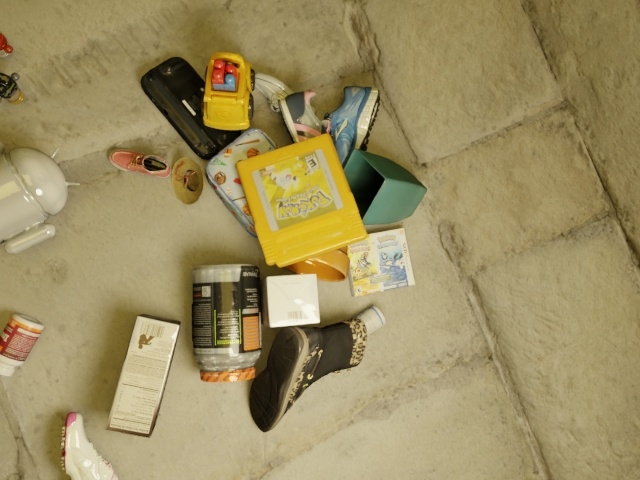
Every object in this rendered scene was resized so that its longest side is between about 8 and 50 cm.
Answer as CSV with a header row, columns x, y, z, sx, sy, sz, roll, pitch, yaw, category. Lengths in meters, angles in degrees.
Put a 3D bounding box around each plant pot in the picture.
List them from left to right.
x,y,z,sx,sy,sz,roll,pitch,yaw,category
0.000,0.000,1.619,0.205,0.205,0.188,19,71,-10,plant pot
0.194,-0.150,1.656,0.234,0.165,0.166,4,126,-40,plant pot

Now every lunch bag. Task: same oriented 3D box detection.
x,y,z,sx,sy,sz,roll,pitch,yaw,category
-0.175,-0.167,1.636,0.243,0.115,0.303,-41,93,-16,lunch bag

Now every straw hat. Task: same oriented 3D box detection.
x,y,z,sx,sy,sz,roll,pitch,yaw,category
-0.369,-0.177,1.612,0.061,0.144,0.144,-8,85,-54,straw hat

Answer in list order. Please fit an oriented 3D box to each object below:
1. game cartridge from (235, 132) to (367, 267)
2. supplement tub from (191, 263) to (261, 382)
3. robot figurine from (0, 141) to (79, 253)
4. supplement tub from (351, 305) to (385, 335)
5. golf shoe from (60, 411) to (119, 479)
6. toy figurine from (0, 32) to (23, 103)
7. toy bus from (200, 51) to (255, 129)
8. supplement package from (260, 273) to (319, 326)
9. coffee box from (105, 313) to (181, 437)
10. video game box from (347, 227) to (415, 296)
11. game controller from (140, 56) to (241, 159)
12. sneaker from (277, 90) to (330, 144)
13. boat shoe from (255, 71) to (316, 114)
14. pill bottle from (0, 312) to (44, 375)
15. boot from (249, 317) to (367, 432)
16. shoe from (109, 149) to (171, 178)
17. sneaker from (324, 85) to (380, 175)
x,y,z,sx,sy,sz,roll,pitch,yaw,category
-0.056,-0.111,1.513,0.285,0.052,0.323,-19,74,-3,game cartridge
-0.262,0.226,1.533,0.193,0.193,0.316,0,84,-13,supplement tub
-0.825,-0.115,1.435,0.353,0.200,0.300,-31,93,-14,robot figurine
0.140,0.255,1.685,0.107,0.071,0.071,-29,91,-15,supplement tub
-0.620,0.605,1.469,0.140,0.115,0.306,-5,92,-24,golf shoe
-0.933,-0.465,1.481,0.213,0.148,0.209,-16,94,-16,toy figurine
-0.264,-0.454,1.543,0.149,0.211,0.220,3,72,-3,toy bus
-0.095,0.169,1.550,0.139,0.244,0.134,-3,84,-12,supplement package
-0.473,0.358,1.486,0.119,0.168,0.297,14,82,-11,coffee box
0.183,0.068,1.726,0.205,0.048,0.187,-10,84,-14,video game box
-0.385,-0.400,1.644,0.166,0.067,0.319,-41,95,-28,game controller
-0.013,-0.293,1.633,0.131,0.112,0.319,-24,98,-2,sneaker
-0.120,-0.429,1.686,0.226,0.083,0.076,31,78,-9,boat shoe
-0.814,0.278,1.458,0.086,0.086,0.152,27,79,-9,pill bottle
-0.035,0.377,1.574,0.284,0.138,0.377,-7,127,-41,boot
-0.520,-0.227,1.577,0.178,0.081,0.063,15,81,-11,shoe
0.075,-0.328,1.715,0.147,0.130,0.330,18,87,13,sneaker
